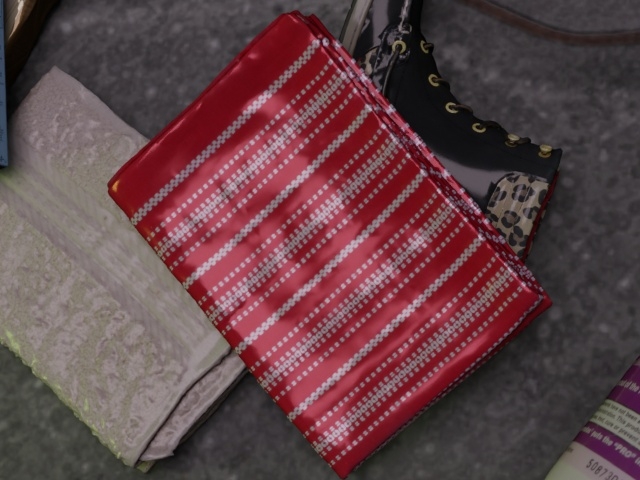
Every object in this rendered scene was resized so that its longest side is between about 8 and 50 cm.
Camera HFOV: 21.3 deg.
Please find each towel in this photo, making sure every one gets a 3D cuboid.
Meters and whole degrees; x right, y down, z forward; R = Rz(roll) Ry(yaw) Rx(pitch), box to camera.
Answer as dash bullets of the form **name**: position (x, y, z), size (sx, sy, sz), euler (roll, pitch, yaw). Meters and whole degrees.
- **towel**: position (0.000, 0.000, 1.178), size (0.199, 0.031, 0.275), euler (-41, 81, 10)
- **towel**: position (-0.163, 0.019, 1.257), size (0.282, 0.049, 0.187), euler (40, 85, 17)

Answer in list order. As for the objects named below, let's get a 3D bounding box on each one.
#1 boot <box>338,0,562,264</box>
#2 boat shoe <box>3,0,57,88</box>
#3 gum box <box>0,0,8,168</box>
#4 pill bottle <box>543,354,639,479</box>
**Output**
- **boot**: position (0.095, -0.096, 1.222), size (0.179, 0.085, 0.236), euler (19, 86, 12)
- **boat shoe**: position (-0.236, -0.201, 1.320), size (0.059, 0.063, 0.170), euler (27, 83, 10)
- **gum box**: position (-0.306, -0.127, 1.291), size (0.157, 0.041, 0.184), euler (-16, 70, 36)
- **pill bottle**: position (0.295, 0.096, 1.090), size (0.169, 0.169, 0.301), euler (37, 85, 17)
